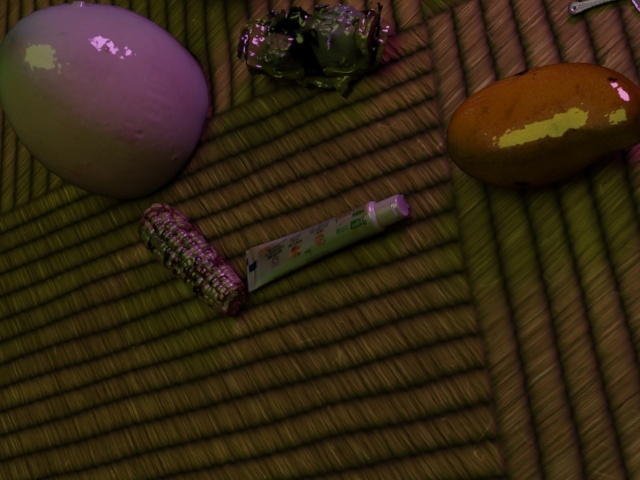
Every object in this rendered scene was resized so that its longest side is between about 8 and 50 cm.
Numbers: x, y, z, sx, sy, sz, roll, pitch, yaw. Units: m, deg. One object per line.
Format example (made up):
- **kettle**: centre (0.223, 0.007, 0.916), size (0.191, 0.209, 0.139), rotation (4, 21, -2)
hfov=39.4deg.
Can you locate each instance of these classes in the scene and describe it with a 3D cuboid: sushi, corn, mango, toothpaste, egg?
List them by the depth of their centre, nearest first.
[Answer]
- **mango**: centre (0.318, -0.160, 1.261), size (0.295, 0.120, 0.177), rotation (-5, 63, 31)
- **toothpaste**: centre (0.000, 0.000, 1.457), size (0.314, 0.058, 0.056), rotation (-23, 106, 30)
- **sushi**: centre (-0.017, -0.329, 1.539), size (0.291, 0.131, 0.139), rotation (4, 74, 26)
- **corn**: centre (-0.225, 0.030, 1.574), size (0.280, 0.092, 0.092), rotation (39, 96, 33)
- **egg**: centre (-0.437, -0.284, 1.670), size (0.354, 0.340, 0.354), rotation (-13, 66, 31)

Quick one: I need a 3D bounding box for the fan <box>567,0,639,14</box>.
- **fan**: centre (0.472, -0.370, 1.300), size (0.227, 0.008, 0.152), rotation (-15, 66, 28)
